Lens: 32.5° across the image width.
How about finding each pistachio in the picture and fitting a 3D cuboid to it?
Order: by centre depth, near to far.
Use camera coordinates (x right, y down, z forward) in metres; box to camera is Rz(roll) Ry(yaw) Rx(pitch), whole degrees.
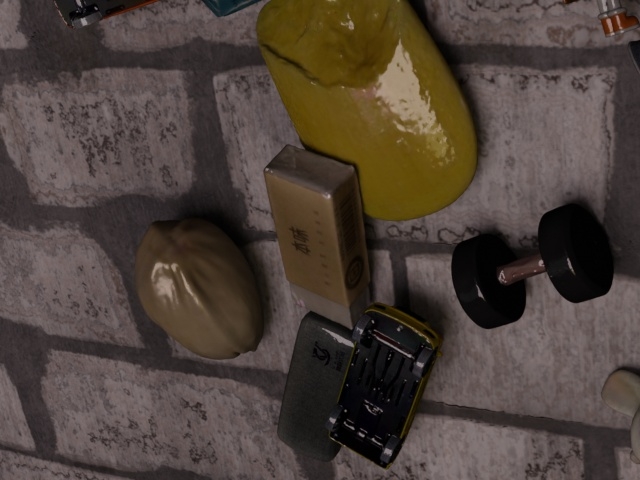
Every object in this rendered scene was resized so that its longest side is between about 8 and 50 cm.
[{"bbox_3d":[-0.220,0.100,2.053,0.332,0.208,0.226,55,173,-25],"label":"pistachio"}]

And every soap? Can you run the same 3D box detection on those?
[{"bbox_3d":[0.076,-0.223,1.752,0.306,0.115,0.427,-23,103,34],"label":"soap"}]

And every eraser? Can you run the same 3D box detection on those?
[{"bbox_3d":[0.000,0.000,1.875,0.144,0.078,0.343,22,143,28],"label":"eraser"}]

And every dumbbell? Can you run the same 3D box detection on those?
[{"bbox_3d":[0.332,0.042,1.727,0.218,0.152,0.152,-21,104,36],"label":"dumbbell"}]

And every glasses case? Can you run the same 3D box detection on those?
[{"bbox_3d":[0.002,0.278,2.094,0.131,0.074,0.323,23,125,16],"label":"glasses case"}]

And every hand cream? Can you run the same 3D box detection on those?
[{"bbox_3d":[-0.108,-0.422,1.788,0.224,0.048,0.083,-13,143,35],"label":"hand cream"}]

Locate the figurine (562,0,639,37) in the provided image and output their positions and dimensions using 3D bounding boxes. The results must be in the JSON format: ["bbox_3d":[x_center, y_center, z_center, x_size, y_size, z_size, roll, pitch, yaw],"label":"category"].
[{"bbox_3d":[0.364,-0.407,1.479,0.143,0.143,0.271,-25,103,37],"label":"figurine"}]

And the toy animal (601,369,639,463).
[{"bbox_3d":[0.599,0.287,1.689,0.367,0.241,0.196,-16,99,50],"label":"toy animal"}]

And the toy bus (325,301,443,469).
[{"bbox_3d":[0.123,0.243,1.958,0.145,0.151,0.331,28,128,18],"label":"toy bus"}]

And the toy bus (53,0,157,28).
[{"bbox_3d":[-0.302,-0.460,1.815,0.329,0.153,0.143,-10,110,32],"label":"toy bus"}]

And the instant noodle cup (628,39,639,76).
[{"bbox_3d":[0.510,-0.255,1.492,0.135,0.127,0.127,-33,97,30],"label":"instant noodle cup"}]
